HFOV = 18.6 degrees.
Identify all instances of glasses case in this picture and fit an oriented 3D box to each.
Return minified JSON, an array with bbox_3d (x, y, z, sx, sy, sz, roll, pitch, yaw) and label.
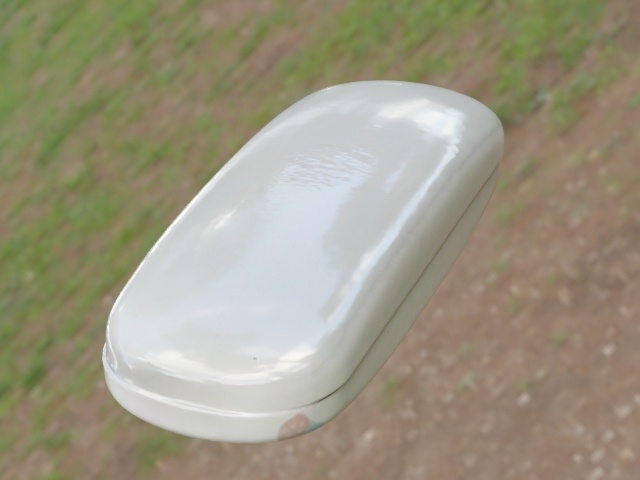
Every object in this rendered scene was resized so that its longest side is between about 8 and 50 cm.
[{"bbox_3d":[0.000,0.000,0.634,0.204,0.081,0.051,-49,-34,-52],"label":"glasses case"}]
